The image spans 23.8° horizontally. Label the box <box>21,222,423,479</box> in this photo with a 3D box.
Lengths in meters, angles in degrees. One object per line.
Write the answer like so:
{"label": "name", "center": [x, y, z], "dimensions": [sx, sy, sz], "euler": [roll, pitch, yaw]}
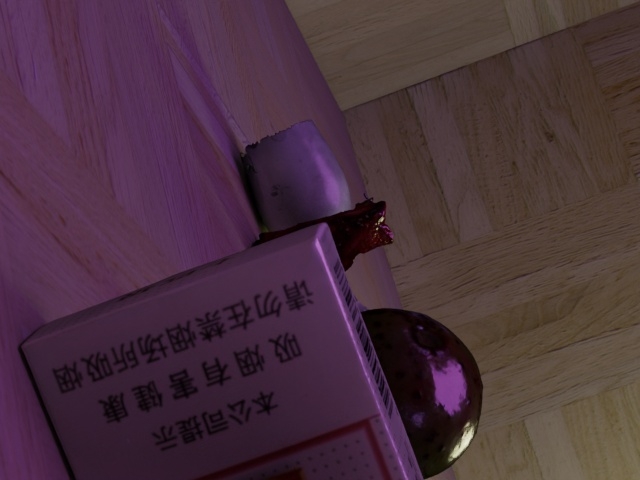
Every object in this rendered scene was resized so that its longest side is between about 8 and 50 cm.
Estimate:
{"label": "box", "center": [-0.036, 0.178, 1.024], "dimensions": [0.095, 0.210, 0.330], "euler": [-68, 138, -80]}

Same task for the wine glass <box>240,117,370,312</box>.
{"label": "wine glass", "center": [-0.002, -0.007, 2.125], "dimensions": [0.143, 0.143, 0.321], "euler": [-14, 83, -83]}

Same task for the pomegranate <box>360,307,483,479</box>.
{"label": "pomegranate", "center": [0.091, 0.224, 1.956], "dimensions": [0.306, 0.242, 0.242], "euler": [93, -13, -48]}

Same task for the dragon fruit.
{"label": "dragon fruit", "center": [0.000, -0.014, 1.973], "dimensions": [0.122, 0.192, 0.092], "euler": [44, 31, -42]}
